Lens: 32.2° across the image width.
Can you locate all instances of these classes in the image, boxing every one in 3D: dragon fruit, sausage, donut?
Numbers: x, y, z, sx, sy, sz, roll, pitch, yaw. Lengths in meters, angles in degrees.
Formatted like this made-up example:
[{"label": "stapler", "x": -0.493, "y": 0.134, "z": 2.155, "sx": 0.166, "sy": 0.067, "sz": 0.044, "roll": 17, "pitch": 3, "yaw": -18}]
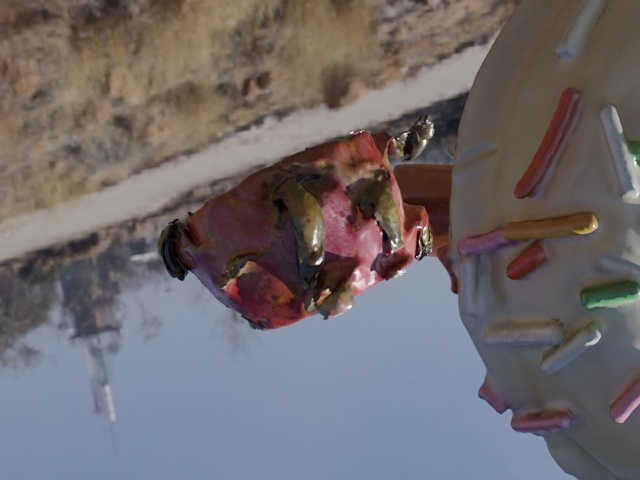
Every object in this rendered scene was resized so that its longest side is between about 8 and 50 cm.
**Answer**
[{"label": "dragon fruit", "x": 0.000, "y": 0.000, "z": 1.017, "sx": 0.282, "sy": 0.147, "sz": 0.211, "roll": -22, "pitch": 173, "yaw": -7}, {"label": "sausage", "x": 0.203, "y": -0.030, "z": 1.207, "sx": 0.259, "sy": 0.114, "sz": 0.113, "roll": 3, "pitch": -174, "yaw": 13}, {"label": "donut", "x": 0.253, "y": -0.018, "z": 0.637, "sx": 0.382, "sy": 0.383, "sz": 0.142, "roll": -11, "pitch": -174, "yaw": -19}]
